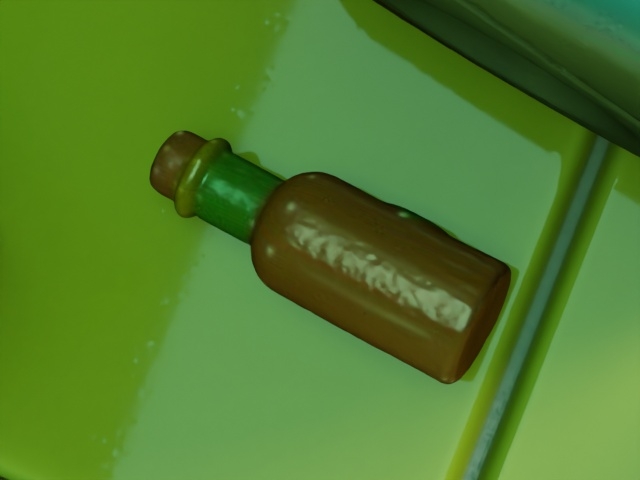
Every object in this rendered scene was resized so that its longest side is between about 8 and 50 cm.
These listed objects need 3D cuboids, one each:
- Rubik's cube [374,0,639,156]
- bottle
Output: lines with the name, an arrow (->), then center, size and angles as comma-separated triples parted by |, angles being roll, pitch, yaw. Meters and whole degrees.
Rubik's cube -> 0.165, -0.220, 0.718 | 0.352, 0.347, 0.351 | 34, 94, 11
bottle -> 0.000, 0.000, 0.881 | 0.187, 0.069, 0.069 | 28, 92, 13
